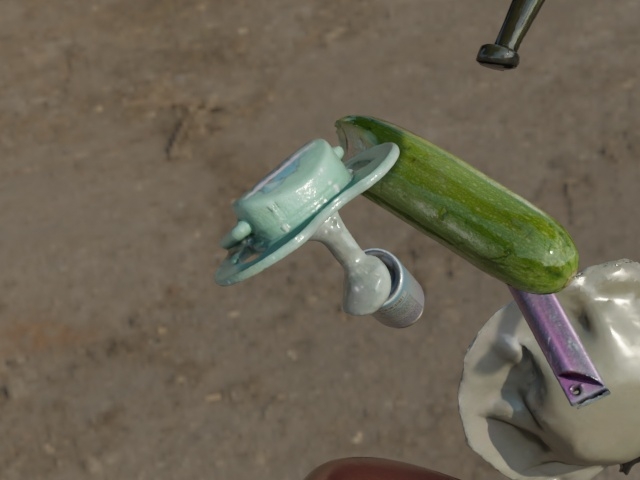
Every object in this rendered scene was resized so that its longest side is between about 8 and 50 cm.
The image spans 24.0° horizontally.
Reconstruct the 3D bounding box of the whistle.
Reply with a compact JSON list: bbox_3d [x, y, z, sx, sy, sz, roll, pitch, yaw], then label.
[{"bbox_3d":[0.185,0.063,1.235,0.033,0.033,0.176,-13,50,-12],"label":"whistle"}]

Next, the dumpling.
[{"bbox_3d":[0.265,0.155,1.536,0.204,0.293,0.163,-15,42,-39],"label":"dumpling"}]

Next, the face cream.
[{"bbox_3d":[0.086,0.067,1.907,0.075,0.075,0.229,1,-12,12],"label":"face cream"}]

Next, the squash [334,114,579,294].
[{"bbox_3d":[0.100,-0.031,1.184,0.239,0.069,0.069,34,46,27],"label":"squash"}]

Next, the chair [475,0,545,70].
[{"bbox_3d":[0.388,-0.284,1.026,0.362,0.410,0.364,14,-6,-30],"label":"chair"}]

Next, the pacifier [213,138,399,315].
[{"bbox_3d":[0.000,0.000,0.993,0.150,0.116,0.127,-44,17,-26],"label":"pacifier"}]

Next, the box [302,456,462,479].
[{"bbox_3d":[0.059,0.234,0.771,0.263,0.108,0.404,22,14,9],"label":"box"}]
